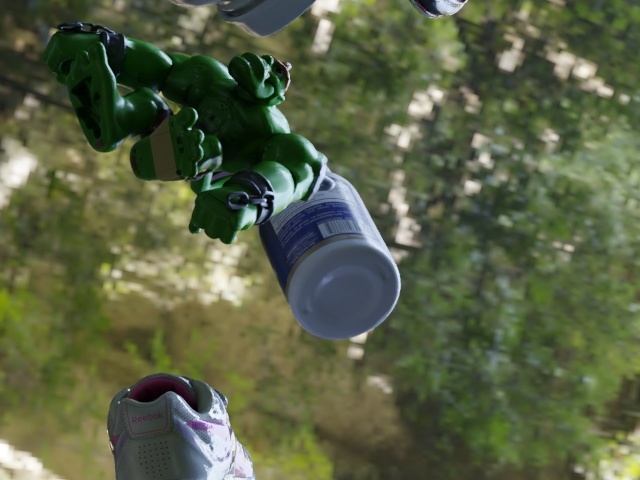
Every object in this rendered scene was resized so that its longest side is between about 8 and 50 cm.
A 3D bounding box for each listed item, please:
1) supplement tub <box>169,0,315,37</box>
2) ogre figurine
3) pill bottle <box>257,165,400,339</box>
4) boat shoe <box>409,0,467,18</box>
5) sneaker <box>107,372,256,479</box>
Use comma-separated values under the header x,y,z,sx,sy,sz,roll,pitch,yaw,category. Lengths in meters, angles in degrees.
x,y,z,sx,sy,sz,roll,pitch,yaw,category
-0.118,-0.327,1.500,0.228,0.316,0.228,-43,-154,27,supplement tub
-0.075,-0.069,1.155,0.197,0.118,0.097,22,-71,42,ogre figurine
0.000,0.000,1.598,0.094,0.094,0.169,-56,-150,20,pill bottle
0.069,-0.183,1.237,0.043,0.137,0.049,-19,-113,22,boat shoe
-0.103,0.152,1.425,0.252,0.103,0.111,144,-63,-87,sneaker
